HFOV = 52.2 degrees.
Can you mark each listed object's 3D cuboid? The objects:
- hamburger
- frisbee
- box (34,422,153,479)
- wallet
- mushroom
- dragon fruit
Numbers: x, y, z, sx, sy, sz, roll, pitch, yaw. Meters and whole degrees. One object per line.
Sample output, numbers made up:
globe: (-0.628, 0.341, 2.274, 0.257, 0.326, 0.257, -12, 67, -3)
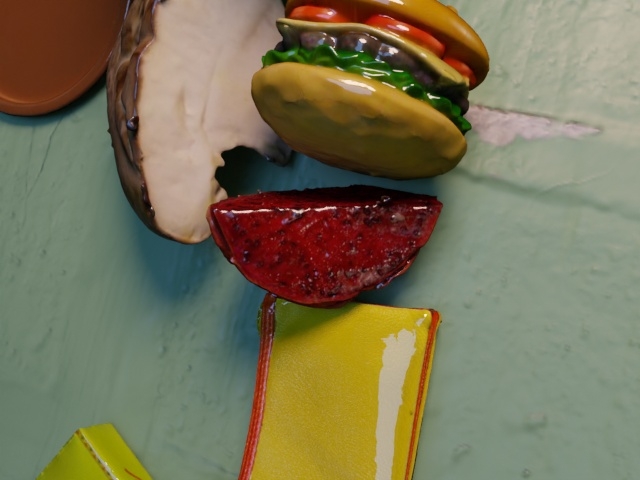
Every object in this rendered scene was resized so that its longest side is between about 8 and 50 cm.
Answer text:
hamburger: (0.033, -0.107, 0.447, 0.161, 0.162, 0.115, 16, 87, 21)
frisbee: (-0.279, -0.246, 0.636, 0.250, 0.021, 0.251, 0, 91, 22)
box: (-0.241, 0.342, 0.563, 0.187, 0.047, 0.335, 45, 100, 19)
wallet: (0.005, 0.160, 0.484, 0.141, 0.067, 0.242, 7, 83, 26)
mushroom: (-0.098, -0.147, 0.528, 0.151, 0.156, 0.286, 22, 89, 48)
dragon fruit: (0.000, 0.000, 0.484, 0.162, 0.106, 0.083, -7, 105, -9)
